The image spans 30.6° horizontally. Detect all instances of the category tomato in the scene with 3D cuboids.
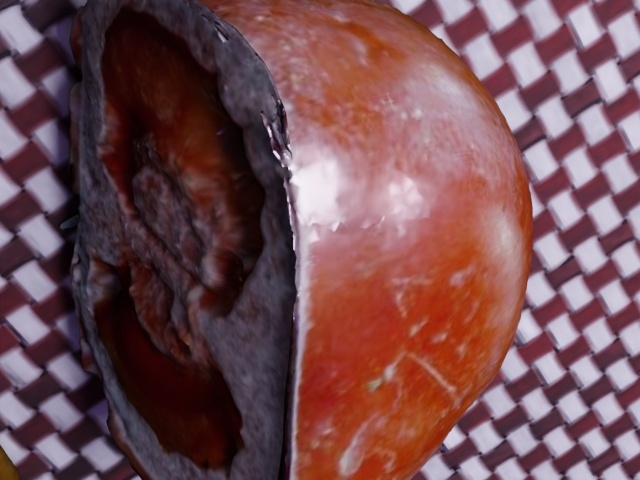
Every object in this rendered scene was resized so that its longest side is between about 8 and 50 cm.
[{"bbox_3d":[0.000,0.000,0.459,0.155,0.181,0.214,-11,128,-31],"label":"tomato"}]

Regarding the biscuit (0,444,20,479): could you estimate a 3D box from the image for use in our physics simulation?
[{"bbox_3d":[-0.232,0.140,0.519,0.212,0.036,0.212,-7,117,-13],"label":"biscuit"}]
